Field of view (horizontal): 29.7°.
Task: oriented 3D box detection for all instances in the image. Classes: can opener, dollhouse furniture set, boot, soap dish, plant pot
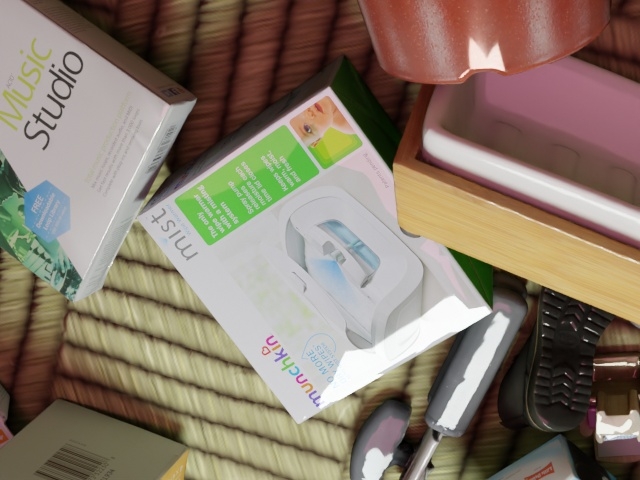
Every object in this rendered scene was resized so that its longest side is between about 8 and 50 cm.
[{"bbox_3d":[0.112,0.154,1.228,0.095,0.076,0.283,23,113,0],"label":"can opener"},{"bbox_3d":[0.386,0.248,1.093,0.286,0.303,0.198,-5,110,12],"label":"dollhouse furniture set"},{"bbox_3d":[0.223,0.092,1.189,0.077,0.137,0.198,23,75,-6],"label":"boot"},{"bbox_3d":[0.212,-0.057,1.054,0.291,0.229,0.118,22,130,0],"label":"soap dish"},{"bbox_3d":[0.116,-0.284,0.966,0.272,0.272,0.265,-9,118,14],"label":"plant pot"}]

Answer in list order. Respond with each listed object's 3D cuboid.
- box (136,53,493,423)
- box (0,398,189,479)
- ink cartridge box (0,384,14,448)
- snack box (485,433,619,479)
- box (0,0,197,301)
[{"bbox_3d":[0.000,0.000,1.161,0.231,0.127,0.262,-32,104,18],"label":"box"},{"bbox_3d":[-0.283,0.386,1.303,0.168,0.215,0.345,18,114,12],"label":"box"},{"bbox_3d":[-0.465,0.196,1.363,0.223,0.045,0.224,-29,105,20],"label":"ink cartridge box"},{"bbox_3d":[0.261,0.331,1.217,0.187,0.060,0.322,-37,125,21],"label":"snack box"},{"bbox_3d":[-0.300,-0.125,1.159,0.322,0.058,0.232,36,114,12],"label":"box"}]
